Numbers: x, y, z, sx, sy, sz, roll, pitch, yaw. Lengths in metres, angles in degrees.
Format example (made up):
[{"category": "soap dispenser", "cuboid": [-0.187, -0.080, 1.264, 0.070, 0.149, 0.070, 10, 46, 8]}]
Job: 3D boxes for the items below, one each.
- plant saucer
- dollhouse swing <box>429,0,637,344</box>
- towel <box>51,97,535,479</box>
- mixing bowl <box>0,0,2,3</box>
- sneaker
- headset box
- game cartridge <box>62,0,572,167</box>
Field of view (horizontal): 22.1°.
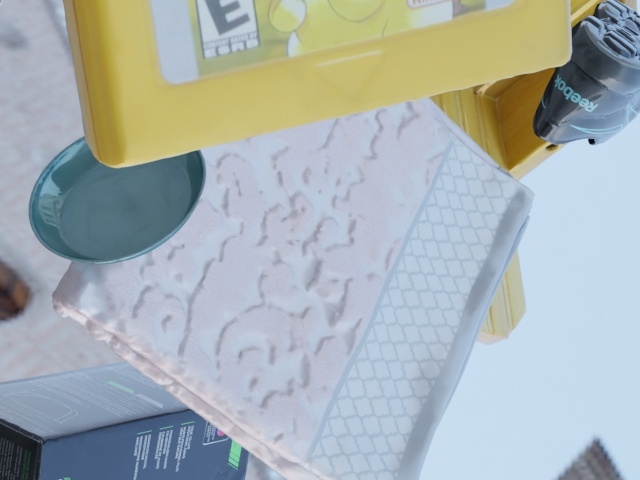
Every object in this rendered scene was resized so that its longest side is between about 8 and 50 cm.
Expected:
[{"category": "plant saucer", "cuboid": [-0.129, -0.027, 1.058, 0.119, 0.021, 0.119, -8, -130, 10]}, {"category": "dollhouse swing", "cuboid": [0.171, -0.114, 1.631, 0.315, 0.347, 0.305, -38, -125, 29]}, {"category": "towel", "cuboid": [0.000, 0.000, 1.212, 0.053, 0.317, 0.331, -18, -142, 52]}, {"category": "mixing bowl", "cuboid": [-0.216, -0.095, 0.632, 0.181, 0.181, 0.098, 53, -55, 47]}, {"category": "sneaker", "cuboid": [0.256, -0.150, 1.477, 0.101, 0.267, 0.106, 40, -66, 14]}, {"category": "headset box", "cuboid": [-0.196, 0.246, 1.427, 0.131, 0.283, 0.246, 19, -76, 36]}, {"category": "game cartridge", "cuboid": [-0.004, -0.218, 0.840, 0.052, 0.285, 0.323, -132, -148, -57]}]
